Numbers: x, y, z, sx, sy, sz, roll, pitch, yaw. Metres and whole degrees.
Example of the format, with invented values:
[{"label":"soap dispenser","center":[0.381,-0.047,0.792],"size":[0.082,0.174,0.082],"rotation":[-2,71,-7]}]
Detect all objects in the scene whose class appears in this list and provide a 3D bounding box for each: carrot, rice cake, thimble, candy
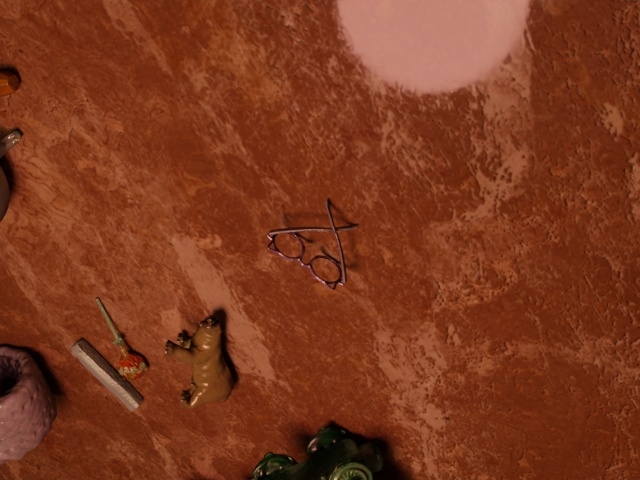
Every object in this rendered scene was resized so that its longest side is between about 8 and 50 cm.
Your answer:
[{"label":"carrot","center":[-0.559,-0.255,1.517],"size":[0.171,0.042,0.042],"rotation":[7,128,26]},{"label":"rice cake","center":[-0.427,0.270,1.872],"size":[0.042,0.030,0.180],"rotation":[-32,107,36]},{"label":"thimble","center":[-0.671,0.339,1.932],"size":[0.246,0.217,0.157],"rotation":[7,128,32]},{"label":"candy","center":[-0.386,0.188,1.786],"size":[0.056,0.049,0.184],"rotation":[-20,111,5]}]

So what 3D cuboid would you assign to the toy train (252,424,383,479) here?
[{"label":"toy train","center":[-0.003,0.460,1.659],"size":[0.266,0.145,0.201],"rotation":[-22,114,-8]}]

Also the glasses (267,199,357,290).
[{"label":"glasses","center":[0.000,0.000,1.405],"size":[0.140,0.062,0.104],"rotation":[35,133,-3]}]

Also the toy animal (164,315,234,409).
[{"label":"toy animal","center":[-0.208,0.214,1.680],"size":[0.101,0.103,0.218],"rotation":[-5,123,8]}]

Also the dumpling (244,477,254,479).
[{"label":"dumpling","center":[-0.090,0.515,1.813],"size":[0.229,0.151,0.124],"rotation":[5,92,21]}]

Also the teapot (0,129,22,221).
[{"label":"teapot","center":[-0.626,-0.098,1.621],"size":[0.294,0.129,0.193],"rotation":[-26,111,42]}]
